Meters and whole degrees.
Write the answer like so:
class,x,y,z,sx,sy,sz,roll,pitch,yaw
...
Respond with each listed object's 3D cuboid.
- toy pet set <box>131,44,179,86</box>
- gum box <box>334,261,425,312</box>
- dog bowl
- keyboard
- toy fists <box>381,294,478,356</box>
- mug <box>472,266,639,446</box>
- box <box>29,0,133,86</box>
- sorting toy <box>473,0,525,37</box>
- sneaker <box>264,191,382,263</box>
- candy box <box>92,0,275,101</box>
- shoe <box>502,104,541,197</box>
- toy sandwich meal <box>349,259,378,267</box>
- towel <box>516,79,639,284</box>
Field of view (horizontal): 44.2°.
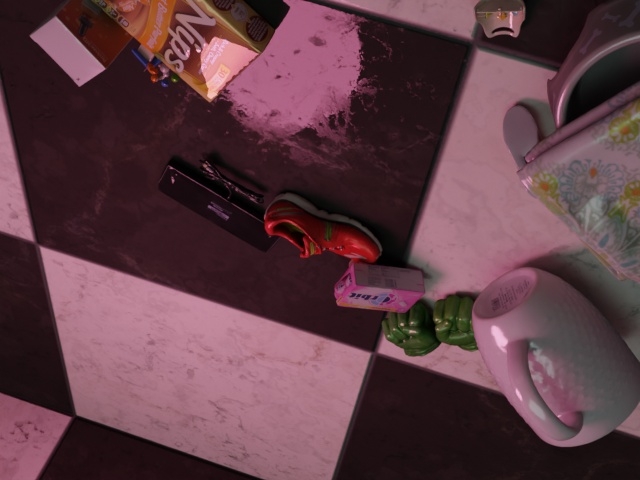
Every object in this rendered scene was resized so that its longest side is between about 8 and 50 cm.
class,x,y,z,sx,sy,sz,roll,pitch,yaw
toy pet set,-0.320,-0.343,1.561,0.114,0.122,0.065,47,129,1
gum box,0.133,0.111,1.829,0.189,0.062,0.107,8,146,-21
dog bowl,0.529,-0.216,1.234,0.349,0.102,0.348,12,136,12
keyboard,-0.221,-0.094,1.847,0.317,0.033,0.201,31,145,-11
toy fists,0.280,0.208,1.901,0.279,0.096,0.142,-11,128,34
mug,0.476,0.254,1.659,0.276,0.374,0.328,-31,108,31
box,-0.441,-0.404,1.504,0.091,0.170,0.130,-19,125,37
sorting toy,0.303,-0.370,1.319,0.083,0.044,0.075,4,143,19
sneaker,0.000,0.000,1.782,0.279,0.118,0.107,23,140,0
candy box,-0.263,-0.427,1.465,0.316,0.087,0.183,40,136,-19
shoe,0.390,-0.168,1.479,0.064,0.081,0.178,-18,97,22
toy sandwich meal,0.106,0.074,1.882,0.086,0.029,0.085,12,138,11
towel,0.541,-0.096,1.208,0.320,0.090,0.374,40,134,-18
